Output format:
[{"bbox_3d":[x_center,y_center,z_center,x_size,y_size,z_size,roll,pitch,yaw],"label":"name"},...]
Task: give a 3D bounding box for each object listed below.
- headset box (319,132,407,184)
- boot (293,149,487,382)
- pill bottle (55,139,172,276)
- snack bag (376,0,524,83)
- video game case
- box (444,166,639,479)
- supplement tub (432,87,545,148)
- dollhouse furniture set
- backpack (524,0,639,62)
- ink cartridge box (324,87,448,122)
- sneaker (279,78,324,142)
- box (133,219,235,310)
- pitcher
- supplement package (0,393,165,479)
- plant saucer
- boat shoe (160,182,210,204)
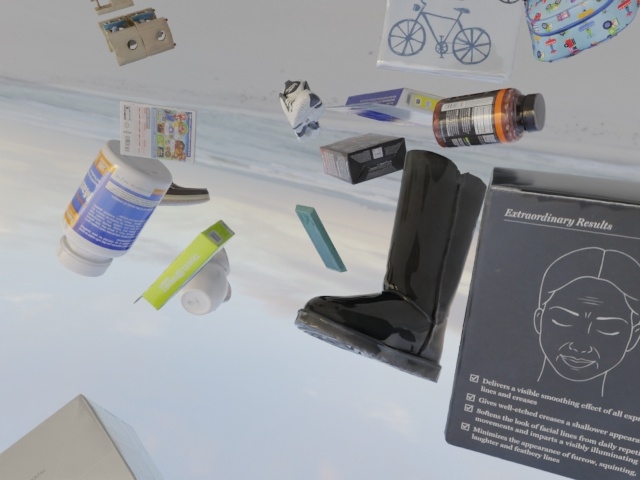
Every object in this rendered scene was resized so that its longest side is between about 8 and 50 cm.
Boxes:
[{"bbox_3d":[0.141,-0.297,1.712,0.217,0.110,0.293,-19,-159,-16],"label":"headset box"},{"bbox_3d":[0.158,0.015,0.963,0.367,0.446,0.146,30,164,-38],"label":"boot"},{"bbox_3d":[-0.443,-0.060,1.020,0.152,0.272,0.152,35,-166,-10],"label":"pill bottle"},{"bbox_3d":[0.313,-0.564,1.139,0.322,0.343,0.037,9,-167,8],"label":"snack bag"},{"bbox_3d":[-0.266,-0.177,0.795,0.121,0.087,0.011,7,-160,-2],"label":"video game case"},{"bbox_3d":[0.363,0.113,0.705,0.293,0.396,0.212,10,-161,18],"label":"box"},{"bbox_3d":[0.329,-0.239,0.950,0.197,0.106,0.106,3,178,39],"label":"supplement tub"},{"bbox_3d":[-0.407,-0.491,1.014,0.128,0.184,0.129,-25,-137,-16],"label":"dollhouse furniture set"},{"bbox_3d":[0.360,-0.345,0.682,0.158,0.173,0.117,-8,139,49],"label":"backpack"},{"bbox_3d":[0.208,-0.390,1.409,0.307,0.072,0.303,7,-172,-27],"label":"ink cartridge box"},{"bbox_3d":[-0.059,-0.362,1.247,0.094,0.153,0.235,-28,172,3],"label":"sneaker"},{"bbox_3d":[-0.232,0.046,0.836,0.042,0.178,0.109,45,-166,-6],"label":"box"},{"bbox_3d":[-0.304,0.132,1.344,0.125,0.178,0.207,-15,-154,12],"label":"pitcher"},{"bbox_3d":[-0.331,0.349,0.647,0.149,0.194,0.203,43,157,24],"label":"supplement package"},{"bbox_3d":[0.000,0.000,1.120,0.067,0.018,0.192,15,142,49],"label":"plant saucer"},{"bbox_3d":[-0.440,-0.141,1.294,0.284,0.093,0.103,0,176,-13],"label":"boat shoe"}]
